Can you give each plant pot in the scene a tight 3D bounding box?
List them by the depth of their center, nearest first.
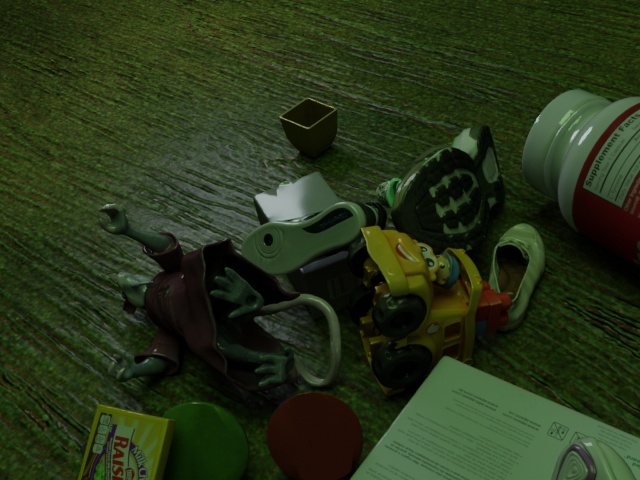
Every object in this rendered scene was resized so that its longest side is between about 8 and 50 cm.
[{"bbox_3d":[-0.018,-0.209,1.625,0.082,0.083,0.081,28,53,36],"label":"plant pot"}]

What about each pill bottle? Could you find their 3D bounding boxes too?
[{"bbox_3d":[0.499,-0.069,1.230,0.229,0.229,0.408,-31,43,-22],"label":"pill bottle"}]

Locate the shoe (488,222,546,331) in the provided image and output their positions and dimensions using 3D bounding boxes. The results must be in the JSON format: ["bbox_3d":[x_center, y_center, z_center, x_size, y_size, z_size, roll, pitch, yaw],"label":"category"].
[{"bbox_3d":[0.294,0.041,1.280,0.077,0.058,0.219,6,43,19],"label":"shoe"}]

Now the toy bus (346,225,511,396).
[{"bbox_3d":[0.153,0.080,1.149,0.212,0.220,0.149,-12,42,-8],"label":"toy bus"}]

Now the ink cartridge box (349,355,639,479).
[{"bbox_3d":[0.199,0.316,0.973,0.324,0.071,0.330,22,53,32],"label":"ink cartridge box"}]

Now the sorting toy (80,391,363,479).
[{"bbox_3d":[-0.123,0.249,1.126,0.366,0.127,0.126,-8,11,8],"label":"sorting toy"}]

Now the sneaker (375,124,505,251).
[{"bbox_3d":[0.166,-0.065,1.339,0.182,0.158,0.410,-16,8,27],"label":"sneaker"}]

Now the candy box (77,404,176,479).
[{"bbox_3d":[-0.248,0.310,1.035,0.105,0.027,0.205,7,76,18],"label":"candy box"}]

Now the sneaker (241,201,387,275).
[{"bbox_3d":[0.000,0.000,1.241,0.217,0.079,0.121,-16,-7,33],"label":"sneaker"}]

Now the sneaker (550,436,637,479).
[{"bbox_3d":[0.316,0.334,0.821,0.152,0.114,0.305,-10,76,-33],"label":"sneaker"}]

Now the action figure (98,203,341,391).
[{"bbox_3d":[-0.176,0.079,1.243,0.276,0.247,0.370,4,1,-36],"label":"action figure"}]

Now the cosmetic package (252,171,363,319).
[{"bbox_3d":[-0.008,0.002,1.365,0.127,0.107,0.238,-20,38,-10],"label":"cosmetic package"}]
